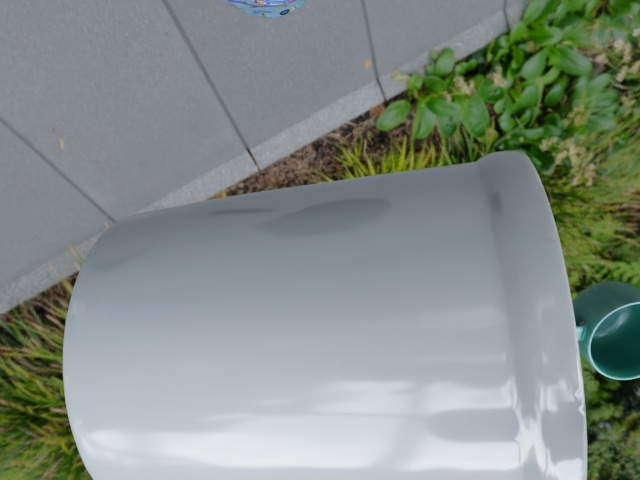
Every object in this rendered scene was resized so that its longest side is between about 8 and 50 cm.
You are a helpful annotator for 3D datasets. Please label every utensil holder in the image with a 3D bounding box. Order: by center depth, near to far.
[{"bbox_3d":[0.012,0.102,0.538,0.386,0.327,0.327,-7,151,12],"label":"utensil holder"}]

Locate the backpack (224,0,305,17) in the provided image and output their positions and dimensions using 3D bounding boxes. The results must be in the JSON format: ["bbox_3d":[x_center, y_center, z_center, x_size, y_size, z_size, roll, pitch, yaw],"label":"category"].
[{"bbox_3d":[-0.060,-0.292,0.507,0.173,0.117,0.158,19,106,-31],"label":"backpack"}]

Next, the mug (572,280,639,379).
[{"bbox_3d":[0.425,0.118,0.808,0.158,0.097,0.129,37,104,-16],"label":"mug"}]
